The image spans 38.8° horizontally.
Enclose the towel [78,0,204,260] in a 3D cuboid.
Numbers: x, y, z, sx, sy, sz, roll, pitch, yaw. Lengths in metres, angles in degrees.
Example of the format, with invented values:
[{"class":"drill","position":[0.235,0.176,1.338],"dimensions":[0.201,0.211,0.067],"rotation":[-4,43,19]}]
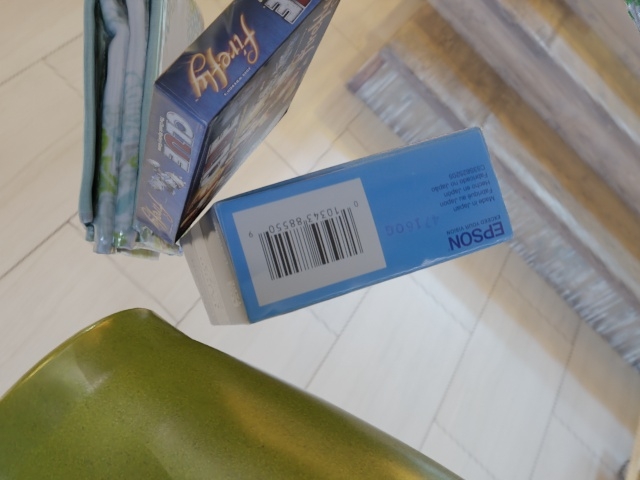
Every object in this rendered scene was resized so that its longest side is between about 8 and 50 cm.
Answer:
[{"class":"towel","position":[-0.214,-0.161,1.116],"dimensions":[0.090,0.320,0.375],"rotation":[4,86,1]}]

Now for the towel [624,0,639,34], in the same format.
[{"class":"towel","position":[0.447,-0.136,0.822],"dimensions":[0.325,0.247,0.038],"rotation":[58,2,-14]}]

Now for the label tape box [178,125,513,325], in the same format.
[{"class":"label tape box","position":[0.000,0.000,0.916],"dimensions":[0.249,0.347,0.115],"rotation":[-18,87,-15]}]

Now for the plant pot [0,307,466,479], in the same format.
[{"class":"plant pot","position":[-0.076,0.243,0.650],"dimensions":[0.353,0.366,0.366],"rotation":[37,40,12]}]

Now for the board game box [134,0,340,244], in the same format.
[{"class":"board game box","position":[-0.063,-0.102,0.664],"dimensions":[0.042,0.243,0.165],"rotation":[38,68,0]}]
